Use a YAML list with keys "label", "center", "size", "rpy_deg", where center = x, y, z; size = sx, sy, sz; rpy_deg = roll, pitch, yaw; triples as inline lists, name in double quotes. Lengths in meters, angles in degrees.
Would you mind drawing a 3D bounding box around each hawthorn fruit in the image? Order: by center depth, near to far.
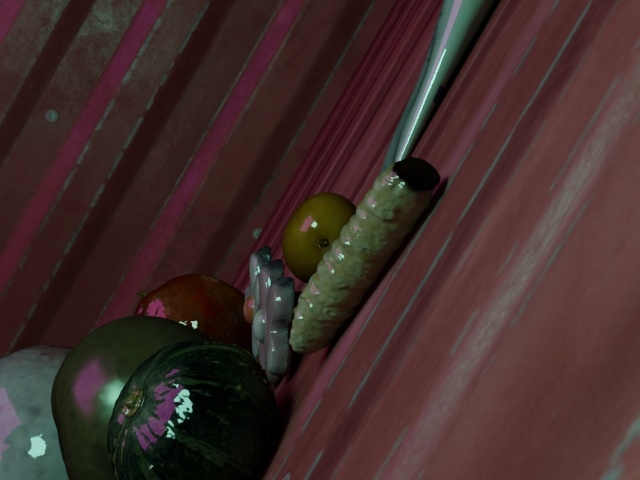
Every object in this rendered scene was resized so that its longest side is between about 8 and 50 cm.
- label: "hawthorn fruit"
  center: [-0.184, 0.126, 1.365]
  size: [0.179, 0.200, 0.179]
  rpy_deg: [-38, -31, -29]

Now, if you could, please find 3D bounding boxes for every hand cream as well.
- label: "hand cream"
  center: [0.136, -0.209, 1.141]
  size: [0.320, 0.067, 0.109]
  rpy_deg: [-64, 8, 6]

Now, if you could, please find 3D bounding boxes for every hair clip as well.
- label: "hair clip"
  center: [-0.056, 0.089, 1.164]
  size: [0.257, 0.075, 0.146]
  rpy_deg: [-110, 29, -82]

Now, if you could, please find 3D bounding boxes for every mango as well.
- label: "mango"
  center: [0.000, 0.000, 1.105]
  size: [0.102, 0.085, 0.184]
  rpy_deg: [-62, 2, -7]

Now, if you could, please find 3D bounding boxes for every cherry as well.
- label: "cherry"
  center: [-0.355, 0.306, 1.349]
  size: [0.291, 0.335, 0.326]
  rpy_deg: [-53, 14, 41]

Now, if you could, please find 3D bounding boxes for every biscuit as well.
- label: "biscuit"
  center: [0.034, 0.015, 0.896]
  size: [0.219, 0.055, 0.061]
  rpy_deg: [-58, -12, 29]

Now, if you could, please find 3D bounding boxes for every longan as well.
- label: "longan"
  center: [-0.212, 0.201, 1.162]
  size: [0.246, 0.215, 0.246]
  rpy_deg: [-14, 20, 5]

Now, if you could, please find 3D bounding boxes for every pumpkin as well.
- label: "pumpkin"
  center: [-0.126, 0.184, 0.963]
  size: [0.190, 0.146, 0.190]
  rpy_deg: [-23, 51, 31]
